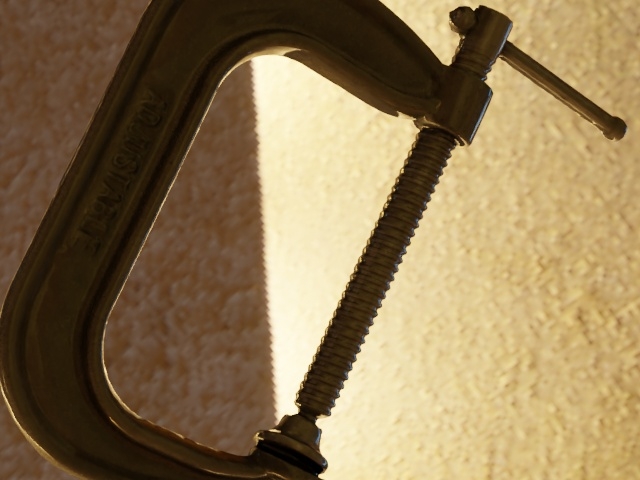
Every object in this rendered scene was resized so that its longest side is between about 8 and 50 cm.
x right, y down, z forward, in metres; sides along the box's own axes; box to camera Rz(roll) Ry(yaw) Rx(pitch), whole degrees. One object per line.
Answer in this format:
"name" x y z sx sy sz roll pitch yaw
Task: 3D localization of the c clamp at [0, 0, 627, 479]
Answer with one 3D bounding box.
"c clamp" 0.000 0.000 0.395 0.137 0.022 0.161 36 -102 -27
